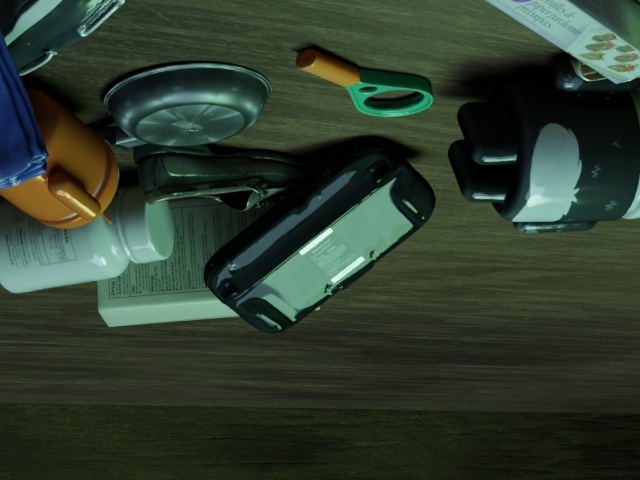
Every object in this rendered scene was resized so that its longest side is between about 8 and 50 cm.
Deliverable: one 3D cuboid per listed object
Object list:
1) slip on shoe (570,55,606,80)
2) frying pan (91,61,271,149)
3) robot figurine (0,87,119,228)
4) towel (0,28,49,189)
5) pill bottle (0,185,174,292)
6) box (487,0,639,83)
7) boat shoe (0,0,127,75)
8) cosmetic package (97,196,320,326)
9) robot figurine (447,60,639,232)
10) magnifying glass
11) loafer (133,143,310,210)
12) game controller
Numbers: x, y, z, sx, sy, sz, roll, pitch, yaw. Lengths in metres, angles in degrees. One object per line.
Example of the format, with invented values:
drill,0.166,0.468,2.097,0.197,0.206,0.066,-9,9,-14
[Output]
slip on shoe,0.352,-0.210,1.933,0.135,0.051,0.041,-10,-155,-10
frying pan,-0.216,-0.144,1.989,0.326,0.053,0.197,-12,162,13
robot figurine,-0.319,-0.094,1.946,0.158,0.128,0.219,2,157,31
towel,-0.435,-0.124,1.566,0.336,0.243,0.040,-19,-176,13
pill bottle,-0.321,-0.008,2.271,0.229,0.131,0.131,-9,164,16
box,0.267,-0.240,1.753,0.063,0.067,0.324,-15,162,31
boat shoe,-0.288,-0.206,1.618,0.091,0.114,0.302,16,155,-38
cosmetic package,-0.159,0.026,2.391,0.309,0.160,0.113,-4,165,1
robot figurine,0.299,-0.109,2.037,0.278,0.173,0.209,-1,170,-13
magnifying glass,0.050,-0.182,1.963,0.092,0.026,0.231,-15,160,33
loafer,-0.126,-0.070,2.194,0.267,0.084,0.096,8,159,-38
game controller,0.000,0.000,2.255,0.319,0.067,0.166,-38,133,15
